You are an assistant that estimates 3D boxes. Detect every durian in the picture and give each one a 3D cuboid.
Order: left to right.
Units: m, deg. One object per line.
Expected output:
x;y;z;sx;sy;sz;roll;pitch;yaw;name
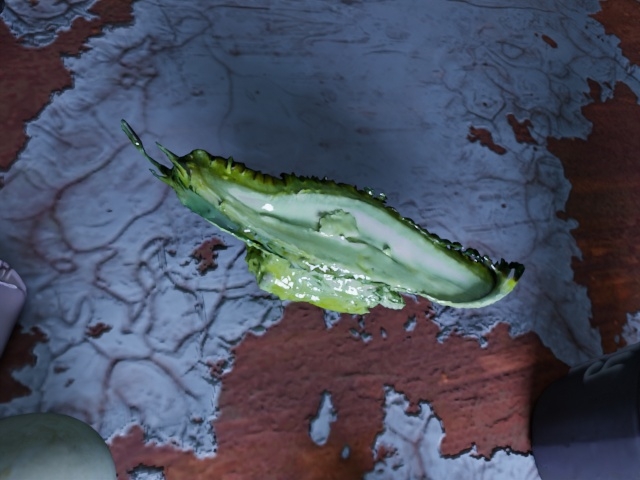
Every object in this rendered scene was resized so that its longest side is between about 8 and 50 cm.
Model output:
0.003;-0.005;0.477;0.375;0.106;0.132;17;65;-12;durian

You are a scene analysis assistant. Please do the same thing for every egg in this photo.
-0.198;0.175;0.324;0.114;0.114;0.152;44;64;3;egg

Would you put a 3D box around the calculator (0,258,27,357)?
-0.277;0.079;0.369;0.100;0.032;0.174;30;58;-34;calculator

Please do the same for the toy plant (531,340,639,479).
0.322;0.122;0.365;0.279;0.400;0.185;44;59;4;toy plant

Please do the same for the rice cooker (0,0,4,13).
-0.360;-0.239;0.458;0.165;0.106;0.112;34;57;10;rice cooker
